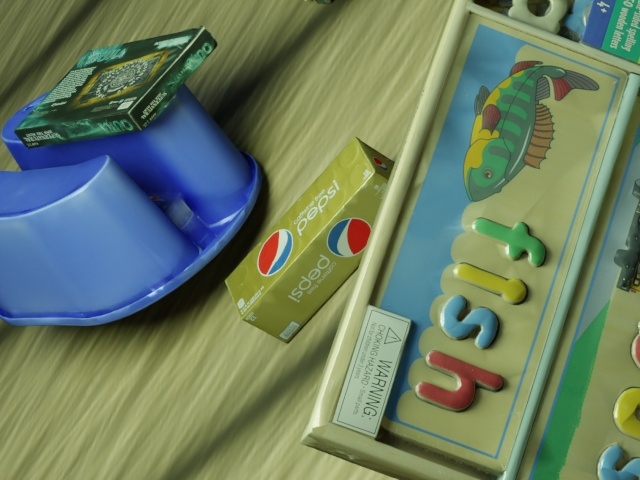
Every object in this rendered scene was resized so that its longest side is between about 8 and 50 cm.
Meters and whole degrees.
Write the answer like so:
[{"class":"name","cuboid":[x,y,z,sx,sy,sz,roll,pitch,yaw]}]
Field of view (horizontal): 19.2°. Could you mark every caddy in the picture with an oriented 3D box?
[{"class":"caddy","cuboid":[-0.210,-0.028,1.836,0.341,0.179,0.241,-2,41,48]}]

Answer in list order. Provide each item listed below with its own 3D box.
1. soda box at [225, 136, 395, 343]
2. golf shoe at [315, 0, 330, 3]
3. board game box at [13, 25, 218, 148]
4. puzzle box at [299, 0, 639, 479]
[{"class":"soda box","cuboid":[0.000,0.000,1.649,0.181,0.058,0.061,-47,36,16]},{"class":"golf shoe","cuboid":[-0.040,-0.323,1.906,0.120,0.105,0.273,-51,35,-1]},{"class":"board game box","cuboid":[-0.193,-0.142,1.772,0.186,0.026,0.126,-3,40,48]},{"class":"puzzle box","cuboid":[0.179,-0.008,1.263,0.052,0.272,0.409,124,165,-73]}]
